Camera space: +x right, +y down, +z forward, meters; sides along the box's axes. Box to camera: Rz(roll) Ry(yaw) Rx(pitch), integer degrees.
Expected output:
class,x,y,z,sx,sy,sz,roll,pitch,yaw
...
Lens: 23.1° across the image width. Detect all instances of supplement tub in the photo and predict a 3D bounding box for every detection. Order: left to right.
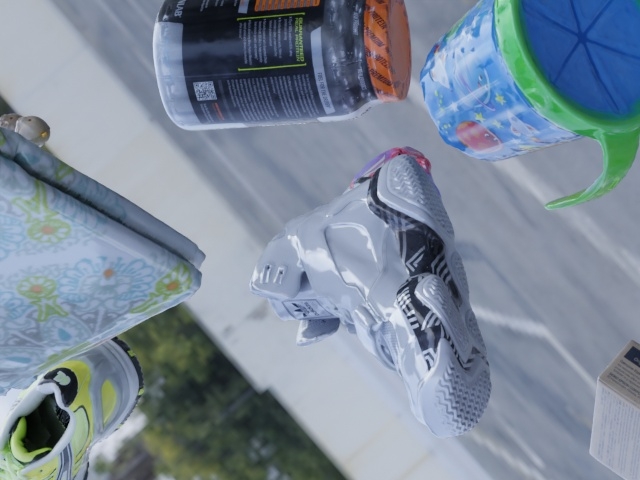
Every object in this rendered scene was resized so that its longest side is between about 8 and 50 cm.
class,x,y,z,sx,sy,sz,roll,pitch,yaw
supplement tub,-0.051,-0.268,2.229,0.207,0.338,0.207,-2,-90,-74

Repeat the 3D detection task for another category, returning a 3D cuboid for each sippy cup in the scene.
class,x,y,z,sx,sy,sz,roll,pitch,yaw
sippy cup,0.242,-0.201,1.814,0.240,0.305,0.224,25,152,-26

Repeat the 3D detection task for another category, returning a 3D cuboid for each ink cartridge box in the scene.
class,x,y,z,sx,sy,sz,roll,pitch,yaw
ink cartridge box,0.479,0.271,2.172,0.193,0.088,0.235,34,155,25

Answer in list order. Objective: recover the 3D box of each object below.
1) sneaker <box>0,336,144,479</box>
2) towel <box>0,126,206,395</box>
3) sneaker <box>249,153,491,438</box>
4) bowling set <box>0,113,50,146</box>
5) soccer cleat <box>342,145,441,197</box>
class,x,y,z,sx,sy,sz,roll,pitch,yaw
sneaker,-0.377,0.280,2.025,0.145,0.385,0.147,39,-154,20
towel,-0.347,0.025,1.631,0.374,0.320,0.090,33,-144,-48
sneaker,0.050,0.082,1.662,0.137,0.210,0.366,51,-159,-42
bowling set,-0.446,-0.165,1.877,0.287,0.154,0.200,-2,118,54
soccer cleat,0.105,-0.079,2.059,0.108,0.116,0.318,34,174,-6
